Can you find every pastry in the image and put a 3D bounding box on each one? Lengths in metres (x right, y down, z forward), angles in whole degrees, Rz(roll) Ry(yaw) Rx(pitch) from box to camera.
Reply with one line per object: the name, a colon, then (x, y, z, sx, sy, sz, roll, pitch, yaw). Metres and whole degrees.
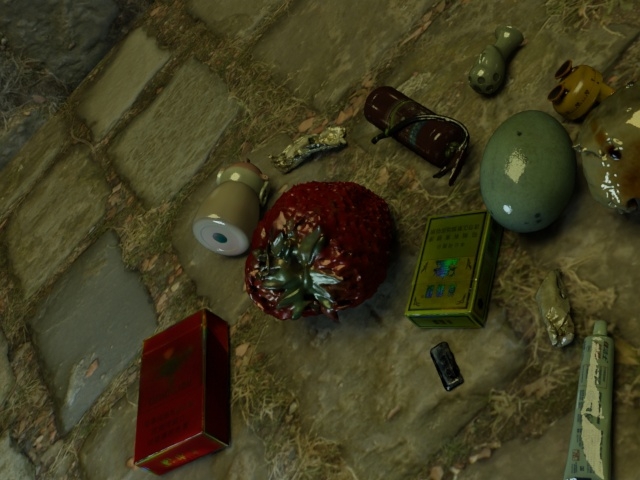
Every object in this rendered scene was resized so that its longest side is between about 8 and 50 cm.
pastry: (0.535, -0.188, 1.318, 0.256, 0.170, 0.237, -33, 12, 38)

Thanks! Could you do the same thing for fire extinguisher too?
fire extinguisher: (0.208, -0.224, 1.744, 0.141, 0.105, 0.341, -58, 38, 12)

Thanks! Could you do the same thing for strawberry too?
strawberry: (0.000, 0.000, 1.652, 0.312, 0.267, 0.351, -21, 23, 36)

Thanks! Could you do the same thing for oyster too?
oyster: (-0.020, -0.225, 1.995, 0.200, 0.061, 0.106, -6, 38, 36)

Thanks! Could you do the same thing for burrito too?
burrito: (0.391, 0.112, 1.362, 0.055, 0.041, 0.149, -15, 46, 16)

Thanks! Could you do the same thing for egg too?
egg: (0.373, -0.126, 1.465, 0.169, 0.169, 0.236, -5, 56, 39)

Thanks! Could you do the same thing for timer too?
timer: (0.498, -0.278, 1.551, 0.107, 0.109, 0.107, -57, 14, 22)

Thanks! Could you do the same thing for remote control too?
remote control: (0.222, 0.221, 1.447, 0.039, 0.014, 0.096, -35, 43, 16)

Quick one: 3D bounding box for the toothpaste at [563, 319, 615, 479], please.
toothpaste: (0.414, 0.246, 1.233, 0.069, 0.047, 0.268, 4, 63, 22)

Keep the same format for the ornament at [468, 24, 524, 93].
ornament: (0.369, -0.384, 1.742, 0.075, 0.081, 0.156, 13, 64, 49)

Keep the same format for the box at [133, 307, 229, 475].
box: (-0.298, 0.325, 1.767, 0.197, 0.089, 0.313, -29, 45, 24)

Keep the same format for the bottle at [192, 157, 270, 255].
bottle: (-0.207, -0.094, 1.981, 0.147, 0.147, 0.236, -12, 45, 35)

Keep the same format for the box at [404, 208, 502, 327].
box: (0.250, 0.054, 1.515, 0.141, 0.064, 0.220, -7, 53, 38)
